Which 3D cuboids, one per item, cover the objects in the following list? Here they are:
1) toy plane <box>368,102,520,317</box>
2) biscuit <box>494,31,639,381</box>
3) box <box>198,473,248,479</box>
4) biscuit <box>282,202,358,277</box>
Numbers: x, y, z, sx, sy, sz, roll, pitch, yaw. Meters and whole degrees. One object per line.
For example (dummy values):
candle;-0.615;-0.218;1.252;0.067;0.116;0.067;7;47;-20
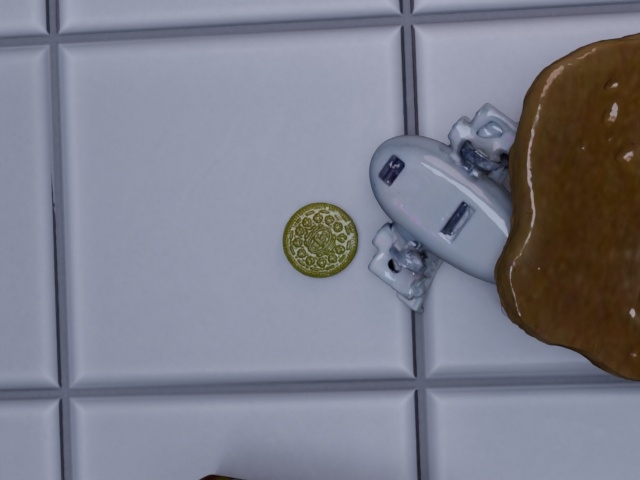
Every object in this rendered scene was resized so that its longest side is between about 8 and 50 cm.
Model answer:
toy plane;0.158;-0.024;1.333;0.244;0.117;0.245;3;101;17
biscuit;0.366;-0.032;1.287;0.385;0.062;0.365;11;86;-14
box;-0.012;0.368;1.269;0.283;0.259;0.214;10;91;6
biscuit;0.000;0.000;1.390;0.084;0.023;0.084;0;89;4
